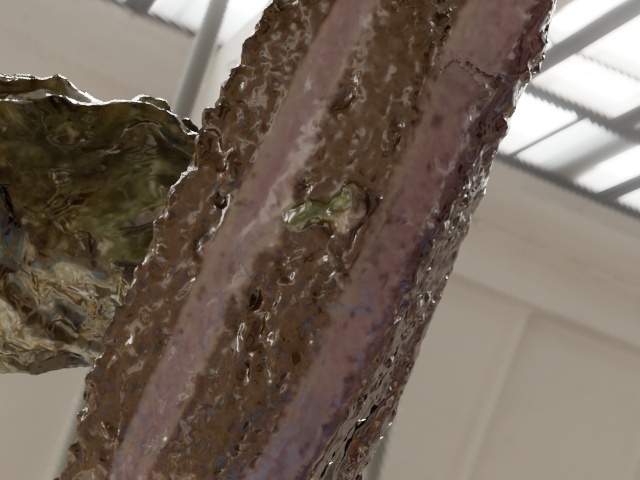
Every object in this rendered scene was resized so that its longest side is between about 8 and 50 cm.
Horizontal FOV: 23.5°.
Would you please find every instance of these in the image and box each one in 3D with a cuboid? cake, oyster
[{"bbox_3d":[0.000,0.000,0.650,0.116,0.113,0.295,30,-77,19],"label":"cake"},{"bbox_3d":[-0.138,-0.028,0.876,0.396,0.111,0.204,22,-124,15],"label":"oyster"}]
